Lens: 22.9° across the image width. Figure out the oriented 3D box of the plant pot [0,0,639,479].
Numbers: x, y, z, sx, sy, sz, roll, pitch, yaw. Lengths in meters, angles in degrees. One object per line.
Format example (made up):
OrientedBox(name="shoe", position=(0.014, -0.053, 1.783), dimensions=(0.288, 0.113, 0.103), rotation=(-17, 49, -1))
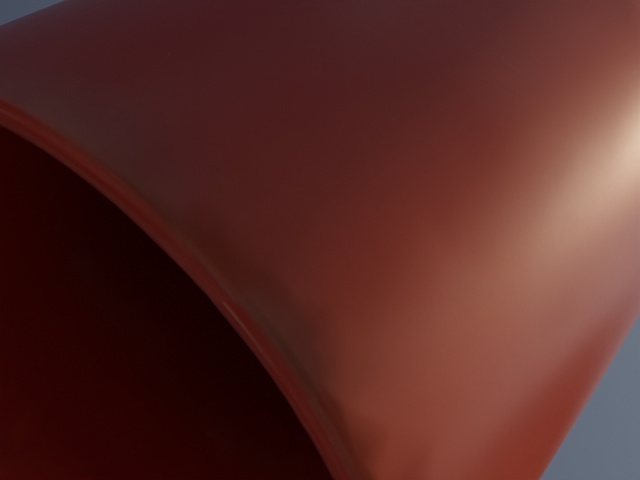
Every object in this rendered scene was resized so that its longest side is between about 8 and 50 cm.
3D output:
OrientedBox(name="plant pot", position=(0.000, 0.000, 0.599), dimensions=(0.275, 0.243, 0.275), rotation=(31, -37, 27))
